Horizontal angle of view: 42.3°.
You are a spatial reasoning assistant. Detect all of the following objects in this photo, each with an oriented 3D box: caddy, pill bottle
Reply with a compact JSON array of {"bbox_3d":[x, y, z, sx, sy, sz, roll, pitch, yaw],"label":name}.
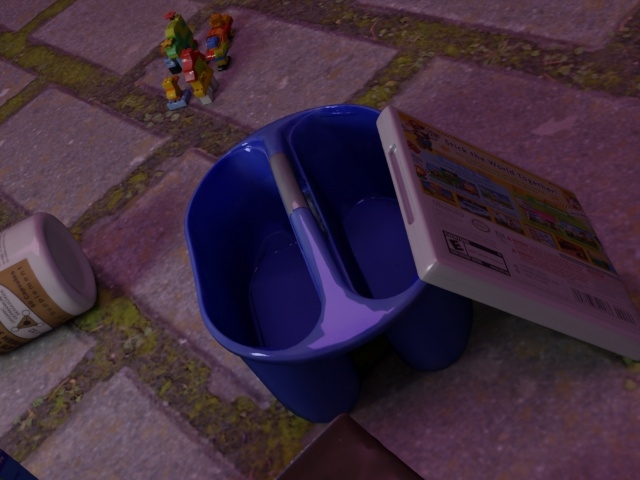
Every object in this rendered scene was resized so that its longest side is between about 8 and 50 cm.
[{"bbox_3d":[0.000,0.000,0.795,0.241,0.179,0.341,-27,41,4],"label":"caddy"},{"bbox_3d":[-0.398,0.073,0.986,0.229,0.131,0.131,-27,40,3],"label":"pill bottle"}]

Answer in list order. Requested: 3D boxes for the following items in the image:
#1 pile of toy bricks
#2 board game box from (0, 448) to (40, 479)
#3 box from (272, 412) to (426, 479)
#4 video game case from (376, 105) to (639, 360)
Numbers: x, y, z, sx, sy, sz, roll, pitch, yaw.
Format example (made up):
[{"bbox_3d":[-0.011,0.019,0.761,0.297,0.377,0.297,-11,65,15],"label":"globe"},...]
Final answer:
[{"bbox_3d":[-0.210,-0.305,1.285,0.118,0.105,0.212,-11,44,21],"label":"pile of toy bricks"},{"bbox_3d":[-0.229,0.276,0.618,0.047,0.210,0.160,-4,47,26],"label":"board game box"},{"bbox_3d":[0.116,0.276,0.408,0.143,0.191,0.381,-44,50,-17],"label":"box"},{"bbox_3d":[0.160,-0.010,0.702,0.026,0.227,0.206,-54,28,32],"label":"video game case"}]
